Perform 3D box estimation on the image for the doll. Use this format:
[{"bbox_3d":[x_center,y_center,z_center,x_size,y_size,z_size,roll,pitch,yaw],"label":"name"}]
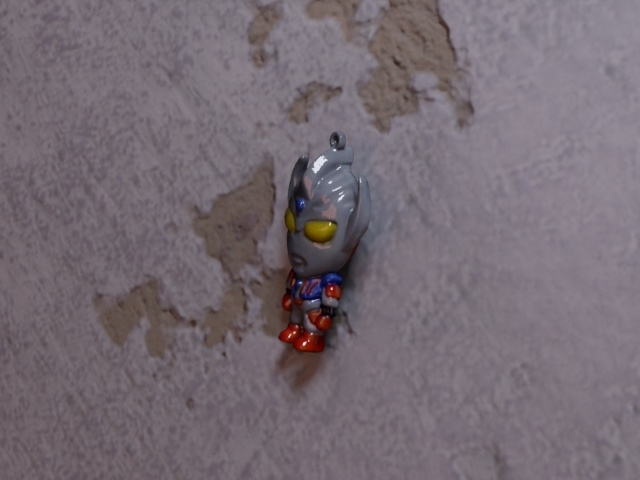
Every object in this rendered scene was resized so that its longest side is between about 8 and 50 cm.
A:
[{"bbox_3d":[-0.001,0.000,1.579,0.104,0.062,0.194,-135,55,-72],"label":"doll"}]
